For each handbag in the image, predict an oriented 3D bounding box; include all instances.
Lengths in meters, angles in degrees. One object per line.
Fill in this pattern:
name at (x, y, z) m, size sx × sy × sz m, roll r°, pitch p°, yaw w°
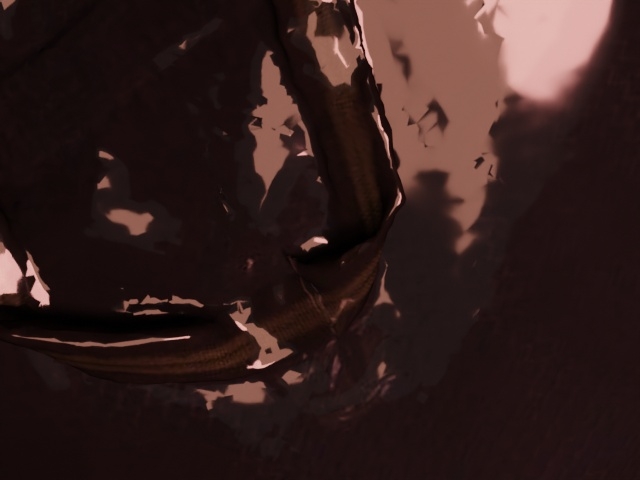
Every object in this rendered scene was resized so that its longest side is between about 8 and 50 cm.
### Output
handbag at (0.000, 0.000, 0.412) m, size 0.254 × 0.089 × 0.211 m, roll -33°, pitch 115°, yaw 13°
